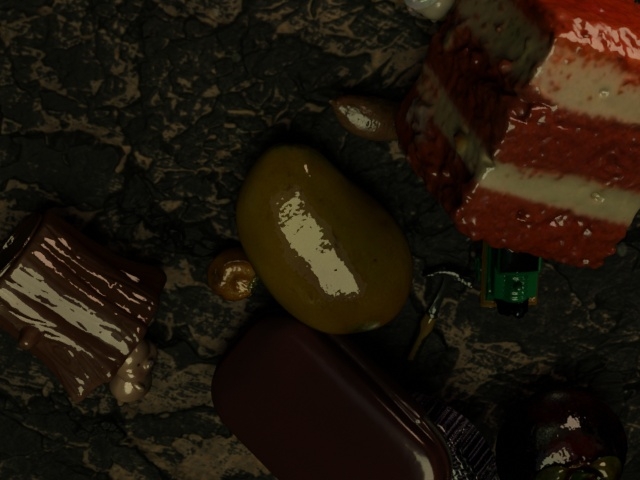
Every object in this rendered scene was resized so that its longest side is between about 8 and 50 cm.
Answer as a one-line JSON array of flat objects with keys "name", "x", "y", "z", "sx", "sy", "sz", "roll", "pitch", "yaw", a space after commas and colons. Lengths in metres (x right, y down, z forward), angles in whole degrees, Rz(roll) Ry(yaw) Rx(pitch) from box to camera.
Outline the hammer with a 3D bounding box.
[{"name": "hammer", "x": 0.169, "y": 0.121, "z": 2.027, "sx": 0.078, "sy": 0.021, "sz": 0.201, "roll": 23, "pitch": 123, "yaw": 0}]

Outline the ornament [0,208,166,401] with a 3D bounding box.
[{"name": "ornament", "x": -0.377, "y": 0.081, "z": 1.898, "sx": 0.217, "sy": 0.221, "sz": 0.235, "roll": 40, "pitch": 73, "yaw": -19}]

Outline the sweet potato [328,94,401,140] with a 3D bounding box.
[{"name": "sweet potato", "x": 0.106, "y": -0.169, "z": 1.824, "sx": 0.226, "sy": 0.068, "sz": 0.068, "roll": 5, "pitch": 123, "yaw": -21}]

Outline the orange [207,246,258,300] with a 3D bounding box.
[{"name": "orange", "x": -0.134, "y": 0.048, "z": 1.953, "sx": 0.086, "sy": 0.062, "sz": 0.086, "roll": -10, "pitch": 123, "yaw": -15}]

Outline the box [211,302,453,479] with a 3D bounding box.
[{"name": "box", "x": 0.015, "y": 0.284, "z": 1.993, "sx": 0.404, "sy": 0.108, "sz": 0.263, "roll": 46, "pitch": 115, "yaw": 7}]

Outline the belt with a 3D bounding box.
[{"name": "belt", "x": 0.128, "y": 0.393, "z": 2.111, "sx": 0.260, "sy": 0.122, "sz": 0.325, "roll": 42, "pitch": 125, "yaw": 4}]

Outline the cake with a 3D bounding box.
[{"name": "cake", "x": 0.287, "y": -0.173, "z": 1.675, "sx": 0.270, "sy": 0.269, "sz": 0.319, "roll": 11, "pitch": 120, "yaw": -27}]

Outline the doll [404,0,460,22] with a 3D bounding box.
[{"name": "doll", "x": 0.138, "y": -0.328, "z": 1.718, "sx": 0.127, "sy": 0.073, "sz": 0.084, "roll": 29, "pitch": 146, "yaw": -25}]

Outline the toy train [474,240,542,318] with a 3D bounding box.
[{"name": "toy train", "x": 0.283, "y": 0.028, "z": 1.908, "sx": 0.091, "sy": 0.136, "sz": 0.227, "roll": -2, "pitch": 121, "yaw": -1}]

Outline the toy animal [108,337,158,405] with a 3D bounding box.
[{"name": "toy animal", "x": -0.302, "y": 0.202, "z": 2.035, "sx": 0.089, "sy": 0.083, "sz": 0.150, "roll": 4, "pitch": 124, "yaw": -1}]

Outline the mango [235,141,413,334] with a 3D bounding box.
[{"name": "mango", "x": 0.000, "y": 0.000, "z": 1.865, "sx": 0.211, "sy": 0.173, "sz": 0.317, "roll": -33, "pitch": 110, "yaw": 14}]

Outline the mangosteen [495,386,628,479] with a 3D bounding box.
[{"name": "mangosteen", "x": 0.396, "y": 0.341, "z": 2.064, "sx": 0.216, "sy": 0.216, "sz": 0.216, "roll": -1, "pitch": 123, "yaw": -1}]
